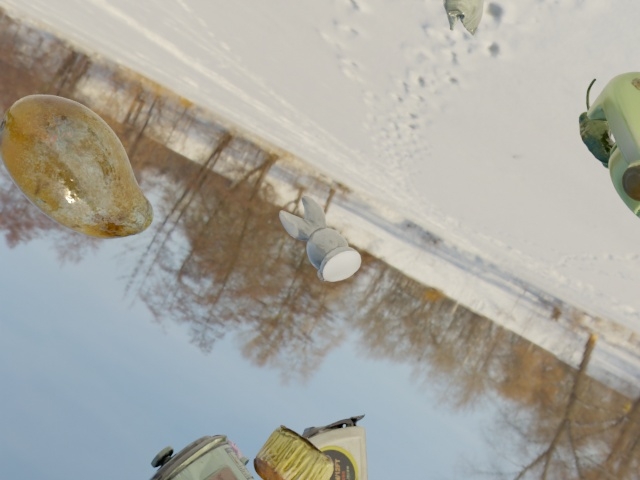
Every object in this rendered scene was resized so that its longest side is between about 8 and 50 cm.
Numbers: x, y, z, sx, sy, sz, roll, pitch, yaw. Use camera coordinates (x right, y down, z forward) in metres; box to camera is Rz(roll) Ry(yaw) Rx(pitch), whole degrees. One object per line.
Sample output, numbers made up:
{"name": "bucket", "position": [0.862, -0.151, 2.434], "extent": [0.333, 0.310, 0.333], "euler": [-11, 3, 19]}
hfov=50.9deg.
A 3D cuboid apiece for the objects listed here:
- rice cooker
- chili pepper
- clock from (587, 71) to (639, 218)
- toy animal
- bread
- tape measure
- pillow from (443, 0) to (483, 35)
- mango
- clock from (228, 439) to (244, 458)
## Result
{"name": "rice cooker", "position": [-0.256, 0.573, 1.455], "extent": [0.317, 0.264, 0.316], "euler": [15, -135, -16]}
{"name": "chili pepper", "position": [0.567, -0.222, 1.365], "extent": [0.072, 0.073, 0.203], "euler": [34, -142, -46]}
{"name": "clock", "position": [0.639, -0.132, 1.174], "extent": [0.287, 0.348, 0.117], "euler": [6, 148, -8]}
{"name": "toy animal", "position": [0.000, 0.003, 1.594], "extent": [0.220, 0.104, 0.130], "euler": [53, 175, 38]}
{"name": "bread", "position": [-0.051, 0.411, 1.214], "extent": [0.132, 0.114, 0.190], "euler": [33, 156, 14]}
{"name": "tape measure", "position": [0.005, 0.605, 1.819], "extent": [0.232, 0.270, 0.133], "euler": [7, 160, -17]}
{"name": "pillow", "position": [0.240, -0.447, 1.131], "extent": [0.078, 0.181, 0.134], "euler": [5, -172, 15]}
{"name": "mango", "position": [-0.429, -0.119, 1.202], "extent": [0.146, 0.192, 0.316], "euler": [6, 143, 50]}
{"name": "clock", "position": [-0.302, 0.663, 1.752], "extent": [0.090, 0.248, 0.227], "euler": [58, 180, -28]}
